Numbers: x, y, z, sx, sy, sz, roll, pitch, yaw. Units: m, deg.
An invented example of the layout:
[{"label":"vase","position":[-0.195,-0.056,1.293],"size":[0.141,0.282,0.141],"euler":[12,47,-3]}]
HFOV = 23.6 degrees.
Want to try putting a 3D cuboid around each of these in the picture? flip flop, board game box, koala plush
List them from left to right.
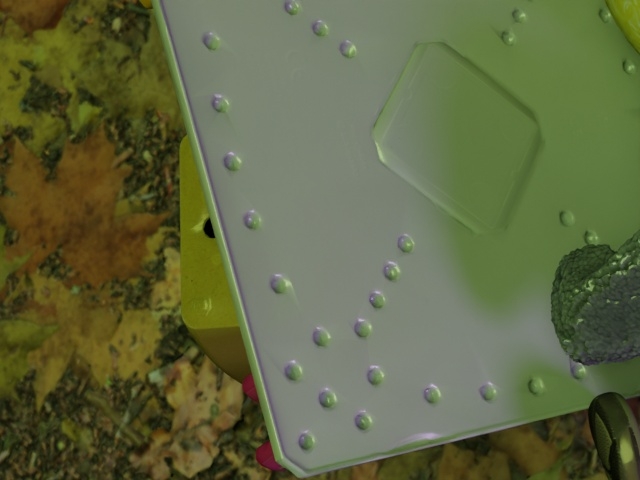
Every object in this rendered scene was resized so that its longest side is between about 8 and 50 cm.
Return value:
[{"label":"board game box","position":[0.082,-0.063,1.039],"size":[0.050,0.389,0.390],"euler":[-34,69,55]},{"label":"flip flop","position":[0.259,0.196,0.998],"size":[0.080,0.112,0.277],"euler":[-35,109,10]},{"label":"koala plush","position":[0.279,0.001,0.994],"size":[0.196,0.221,0.203],"euler":[36,113,-3]}]

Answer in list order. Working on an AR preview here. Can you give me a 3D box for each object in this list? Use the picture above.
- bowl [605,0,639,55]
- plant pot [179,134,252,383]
[{"label":"bowl","position":[0.298,-0.181,0.981],"size":[0.289,0.156,0.289],"euler":[14,129,18]},{"label":"plant pot","position":[0.000,0.000,1.146],"size":[0.212,0.187,0.212],"euler":[-5,81,23]}]
